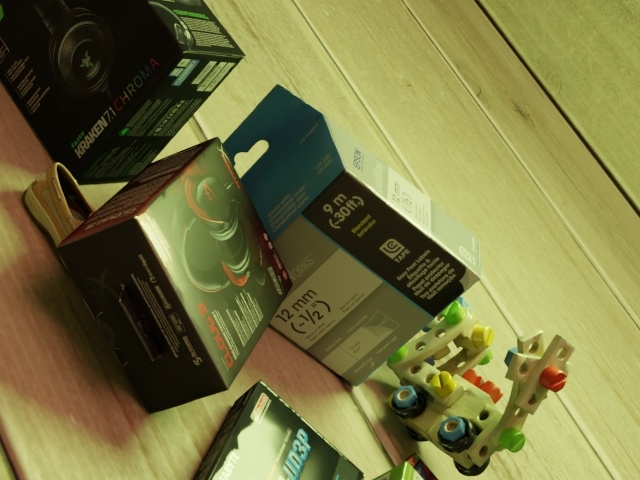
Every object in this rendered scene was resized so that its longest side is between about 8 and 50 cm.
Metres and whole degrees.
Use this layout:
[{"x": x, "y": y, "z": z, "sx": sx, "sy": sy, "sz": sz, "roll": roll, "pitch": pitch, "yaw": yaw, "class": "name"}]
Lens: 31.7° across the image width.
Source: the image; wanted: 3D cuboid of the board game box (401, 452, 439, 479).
[{"x": 0.108, "y": 0.372, "z": 1.362, "sx": 0.145, "sy": 0.027, "sz": 0.281, "roll": 50, "pitch": 27, "yaw": 5, "class": "board game box"}]

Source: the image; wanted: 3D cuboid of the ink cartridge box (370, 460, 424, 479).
[{"x": 0.122, "y": 0.396, "z": 1.204, "sx": 0.255, "sy": 0.097, "sz": 0.188, "roll": 48, "pitch": 27, "yaw": -15, "class": "ink cartridge box"}]

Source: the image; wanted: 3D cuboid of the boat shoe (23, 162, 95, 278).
[{"x": -0.267, "y": -0.007, "z": 1.298, "sx": 0.190, "sy": 0.072, "sz": 0.068, "roll": 50, "pitch": 27, "yaw": 7, "class": "boat shoe"}]

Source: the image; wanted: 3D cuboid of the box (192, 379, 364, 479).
[{"x": -0.048, "y": 0.279, "z": 1.241, "sx": 0.175, "sy": 0.051, "sz": 0.220, "roll": 43, "pitch": 27, "yaw": -7, "class": "box"}]

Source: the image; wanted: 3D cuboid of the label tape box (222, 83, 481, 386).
[{"x": 0.000, "y": 0.000, "z": 1.471, "sx": 0.348, "sy": 0.249, "sz": 0.115, "roll": 37, "pitch": 28, "yaw": -18, "class": "label tape box"}]

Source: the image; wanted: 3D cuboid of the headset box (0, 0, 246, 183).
[{"x": -0.279, "y": -0.257, "z": 1.432, "sx": 0.283, "sy": 0.246, "sz": 0.131, "roll": 55, "pitch": 28, "yaw": 15, "class": "headset box"}]

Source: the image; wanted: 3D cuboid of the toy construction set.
[{"x": 0.207, "y": 0.185, "z": 1.512, "sx": 0.151, "sy": 0.215, "sz": 0.328, "roll": 53, "pitch": -15, "yaw": -21, "class": "toy construction set"}]

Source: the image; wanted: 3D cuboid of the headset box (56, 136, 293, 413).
[{"x": -0.158, "y": 0.038, "z": 1.278, "sx": 0.218, "sy": 0.110, "sz": 0.293, "roll": 64, "pitch": 23, "yaw": -15, "class": "headset box"}]
